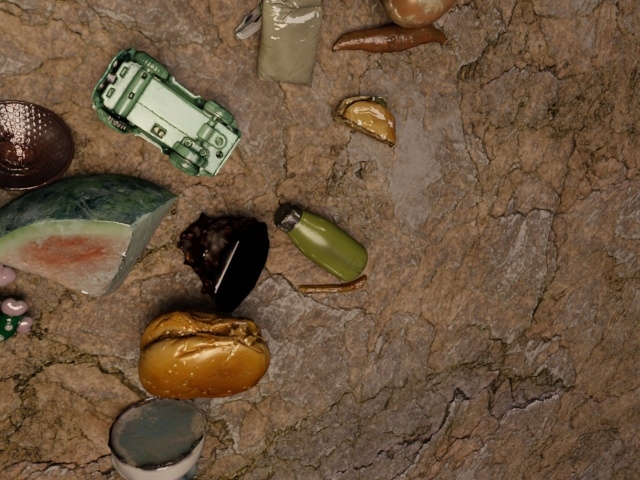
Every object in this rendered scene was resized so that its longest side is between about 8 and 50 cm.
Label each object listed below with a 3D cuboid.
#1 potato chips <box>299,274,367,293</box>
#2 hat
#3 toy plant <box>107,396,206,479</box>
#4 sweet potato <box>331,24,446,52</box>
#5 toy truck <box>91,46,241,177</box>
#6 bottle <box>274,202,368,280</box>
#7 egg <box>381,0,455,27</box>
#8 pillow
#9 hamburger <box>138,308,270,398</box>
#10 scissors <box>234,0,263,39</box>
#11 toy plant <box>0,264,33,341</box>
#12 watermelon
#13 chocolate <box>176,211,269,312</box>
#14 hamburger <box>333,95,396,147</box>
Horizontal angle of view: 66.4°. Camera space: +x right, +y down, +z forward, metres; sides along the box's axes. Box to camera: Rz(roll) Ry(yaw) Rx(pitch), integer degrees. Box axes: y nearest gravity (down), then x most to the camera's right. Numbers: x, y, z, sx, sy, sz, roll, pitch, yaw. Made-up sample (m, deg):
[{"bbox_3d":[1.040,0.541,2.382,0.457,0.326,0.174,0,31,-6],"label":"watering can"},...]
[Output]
[{"bbox_3d":[0.037,0.126,1.345,0.204,0.026,0.037,-6,108,-20],"label":"potato chips"},{"bbox_3d":[-0.581,-0.167,0.945,0.193,0.082,0.193,9,65,-20],"label":"hat"},{"bbox_3d":[-0.398,0.592,1.226,0.247,0.247,0.332,-5,115,-22],"label":"toy plant"},{"bbox_3d":[0.172,-0.474,1.152,0.314,0.072,0.066,-17,129,-19],"label":"sweet potato"},{"bbox_3d":[-0.303,-0.248,0.983,0.279,0.156,0.155,33,94,-29],"label":"toy truck"},{"bbox_3d":[0.000,0.000,1.231,0.260,0.112,0.112,35,93,-29],"label":"bottle"},{"bbox_3d":[0.219,-0.575,1.067,0.195,0.195,0.233,23,87,-28],"label":"egg"},{"bbox_3d":[-0.067,-0.425,1.055,0.134,0.078,0.181,-6,132,-19],"label":"pillow"},{"bbox_3d":[-0.260,0.263,1.113,0.289,0.170,0.314,2,150,-21],"label":"hamburger"},{"bbox_3d":[-0.104,-0.500,1.048,0.204,0.027,0.101,-45,117,-5],"label":"scissors"},{"bbox_3d":[-0.720,0.125,0.971,0.232,0.112,0.243,-12,119,-17],"label":"toy plant"},{"bbox_3d":[-0.472,0.006,0.992,0.387,0.228,0.258,-14,123,-12],"label":"watermelon"},{"bbox_3d":[-0.243,0.028,1.146,0.177,0.206,0.224,25,87,16],"label":"chocolate"},{"bbox_3d":[0.121,-0.304,1.191,0.176,0.087,0.102,21,88,-20],"label":"hamburger"}]
